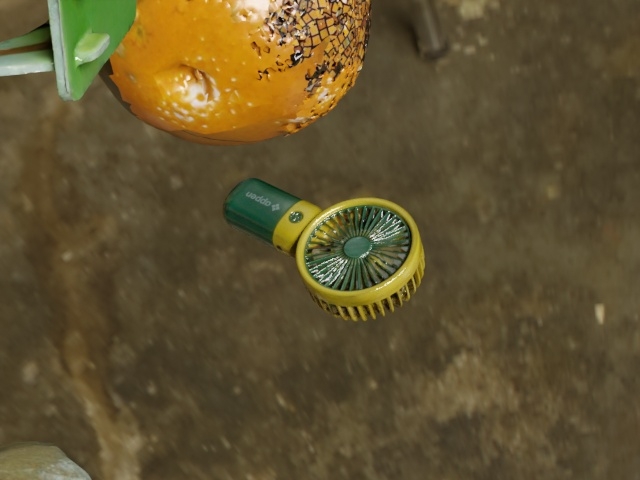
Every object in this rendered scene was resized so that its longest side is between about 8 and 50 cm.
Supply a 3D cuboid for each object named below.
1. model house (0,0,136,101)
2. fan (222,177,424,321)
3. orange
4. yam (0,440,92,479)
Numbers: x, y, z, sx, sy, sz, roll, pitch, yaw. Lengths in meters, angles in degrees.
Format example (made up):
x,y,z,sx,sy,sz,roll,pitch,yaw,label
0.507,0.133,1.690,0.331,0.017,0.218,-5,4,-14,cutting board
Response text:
x,y,z,sx,sy,sz,roll,pitch,yaw,label
-0.297,-0.226,1.069,0.324,0.300,0.340,-1,23,8,model house
0.000,0.000,1.195,0.155,0.039,0.082,28,64,32,fan
-0.076,-0.177,1.430,0.234,0.234,0.182,0,46,11,orange
-0.093,0.076,0.313,0.054,0.132,0.054,10,107,36,yam
